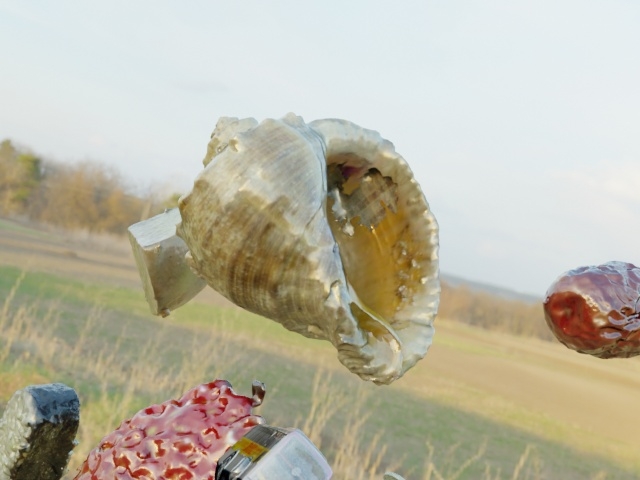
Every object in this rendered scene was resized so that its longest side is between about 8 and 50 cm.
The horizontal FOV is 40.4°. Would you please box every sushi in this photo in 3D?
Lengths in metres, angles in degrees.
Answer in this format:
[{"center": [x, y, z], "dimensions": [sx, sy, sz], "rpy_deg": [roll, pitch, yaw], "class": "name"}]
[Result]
[{"center": [-0.333, 0.234, 1.010], "dimensions": [0.078, 0.150, 0.090], "rpy_deg": [9, 22, -42], "class": "sushi"}]

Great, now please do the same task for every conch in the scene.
[{"center": [-0.010, 0.001, 1.026], "dimensions": [0.297, 0.352, 0.210], "rpy_deg": [-29, 10, -34], "class": "conch"}]

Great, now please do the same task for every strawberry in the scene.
[{"center": [-0.144, 0.251, 0.838], "dimensions": [0.178, 0.234, 0.234], "rpy_deg": [-4, 9, -33], "class": "strawberry"}]

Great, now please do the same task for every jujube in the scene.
[{"center": [0.425, 0.105, 1.297], "dimensions": [0.155, 0.155, 0.230], "rpy_deg": [13, 8, 43], "class": "jujube"}]

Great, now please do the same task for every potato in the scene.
[{"center": [-0.256, 0.049, 1.712], "dimensions": [0.189, 0.211, 0.264], "rpy_deg": [-17, 14, -16], "class": "potato"}]

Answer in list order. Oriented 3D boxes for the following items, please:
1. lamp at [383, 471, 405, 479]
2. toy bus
[{"center": [0.134, 0.510, 1.666], "dimensions": [0.050, 0.056, 0.198], "rpy_deg": [24, -39, 22], "class": "lamp"}, {"center": [-0.042, 0.184, 0.692], "dimensions": [0.057, 0.072, 0.172], "rpy_deg": [48, -17, -2], "class": "toy bus"}]
